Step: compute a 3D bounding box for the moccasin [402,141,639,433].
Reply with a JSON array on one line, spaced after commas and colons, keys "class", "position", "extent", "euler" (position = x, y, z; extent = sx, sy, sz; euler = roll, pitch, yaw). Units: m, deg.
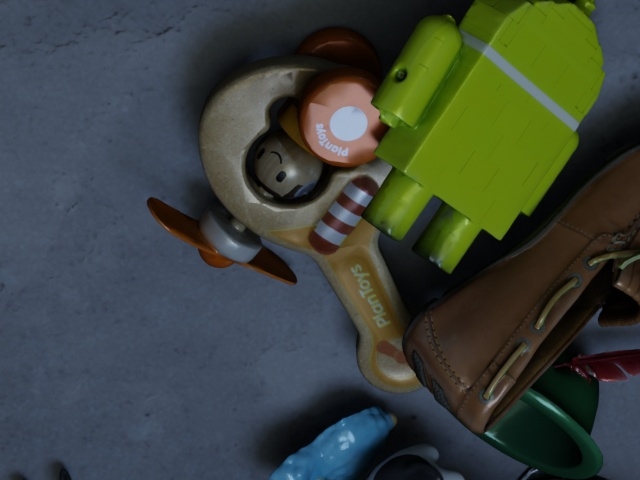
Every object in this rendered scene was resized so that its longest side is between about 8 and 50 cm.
[{"class": "moccasin", "position": [0.254, 0.028, 1.667], "extent": [0.380, 0.147, 0.139], "euler": [-35, 155, -17]}]

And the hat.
[{"class": "hat", "position": [0.238, 0.112, 1.798], "extent": [0.208, 0.173, 0.183], "euler": [37, 68, -11]}]

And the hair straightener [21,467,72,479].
[{"class": "hair straightener", "position": [-0.216, 0.321, 1.834], "extent": [0.089, 0.047, 0.230], "euler": [-19, 112, 2]}]

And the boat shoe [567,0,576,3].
[{"class": "boat shoe", "position": [0.188, -0.191, 1.660], "extent": [0.083, 0.065, 0.183], "euler": [5, 112, -10]}]

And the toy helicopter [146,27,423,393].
[{"class": "toy helicopter", "position": [0.000, 0.000, 1.684], "extent": [0.235, 0.140, 0.355], "euler": [-25, 115, 6]}]

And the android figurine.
[{"class": "android figurine", "position": [0.145, -0.108, 1.598], "extent": [0.248, 0.056, 0.273], "euler": [29, 93, -49]}]

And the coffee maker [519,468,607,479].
[{"class": "coffee maker", "position": [0.273, 0.307, 1.806], "extent": [0.171, 0.178, 0.120], "euler": [-4, 113, -4]}]

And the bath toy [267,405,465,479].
[{"class": "bath toy", "position": [0.105, 0.309, 1.712], "extent": [0.129, 0.348, 0.151], "euler": [-16, 137, -45]}]
